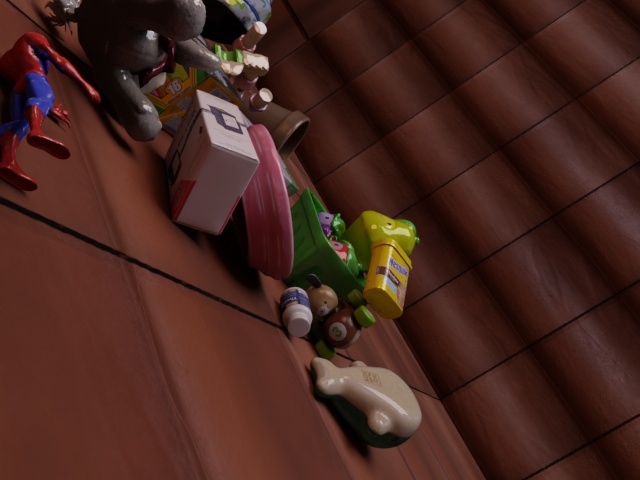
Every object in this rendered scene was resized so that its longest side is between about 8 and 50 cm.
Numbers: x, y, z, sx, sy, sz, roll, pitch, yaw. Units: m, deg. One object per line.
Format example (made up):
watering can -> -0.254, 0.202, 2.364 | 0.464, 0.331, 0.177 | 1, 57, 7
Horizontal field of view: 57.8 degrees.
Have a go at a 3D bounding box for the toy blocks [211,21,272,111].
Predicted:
toy blocks -> -0.317, -0.456, 1.660 | 0.288, 0.260, 0.309 | 2, 73, -35

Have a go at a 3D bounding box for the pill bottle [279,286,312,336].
pill bottle -> -0.054, 0.159, 1.282 | 0.067, 0.067, 0.120 | 53, 8, -25

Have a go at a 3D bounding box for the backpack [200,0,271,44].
backpack -> -0.319, -0.743, 1.798 | 0.355, 0.273, 0.290 | 40, -10, 38

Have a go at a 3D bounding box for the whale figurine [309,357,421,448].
whale figurine -> 0.083, 0.350, 1.247 | 0.271, 0.141, 0.216 | 26, 20, -23

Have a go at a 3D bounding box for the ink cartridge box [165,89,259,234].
ink cartridge box -> -0.214, -0.153, 1.102 | 0.100, 0.172, 0.237 | 19, 28, -30

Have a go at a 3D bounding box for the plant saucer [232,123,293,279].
plant saucer -> -0.138, -0.076, 1.231 | 0.332, 0.084, 0.333 | 170, -90, -75

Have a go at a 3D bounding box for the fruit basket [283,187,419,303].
fruit basket -> 0.076, 0.002, 1.631 | 0.283, 0.392, 0.392 | 53, 9, -27

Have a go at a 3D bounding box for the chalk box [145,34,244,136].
chalk box -> -0.347, -0.408, 1.372 | 0.289, 0.179, 0.180 | 58, 9, 19

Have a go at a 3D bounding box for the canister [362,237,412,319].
canister -> 0.168, 0.096, 1.452 | 0.126, 0.073, 0.170 | 49, 38, -30

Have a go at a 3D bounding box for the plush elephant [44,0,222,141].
plush elephant -> -0.313, -0.373, 1.097 | 0.330, 0.272, 0.255 | 35, 28, 18

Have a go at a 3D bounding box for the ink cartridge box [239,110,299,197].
ink cartridge box -> -0.205, -0.252, 1.825 | 0.201, 0.117, 0.278 | 60, 9, 26

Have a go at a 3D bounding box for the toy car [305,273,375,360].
toy car -> 0.006, 0.162, 1.382 | 0.188, 0.155, 0.149 | 42, 13, -26

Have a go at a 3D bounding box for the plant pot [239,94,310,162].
plant pot -> -0.204, -0.414, 2.156 | 0.229, 0.263, 0.263 | 38, 7, 4

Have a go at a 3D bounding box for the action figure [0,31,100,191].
action figure -> -0.342, -0.167, 0.749 | 0.139, 0.091, 0.280 | 36, 22, -51
